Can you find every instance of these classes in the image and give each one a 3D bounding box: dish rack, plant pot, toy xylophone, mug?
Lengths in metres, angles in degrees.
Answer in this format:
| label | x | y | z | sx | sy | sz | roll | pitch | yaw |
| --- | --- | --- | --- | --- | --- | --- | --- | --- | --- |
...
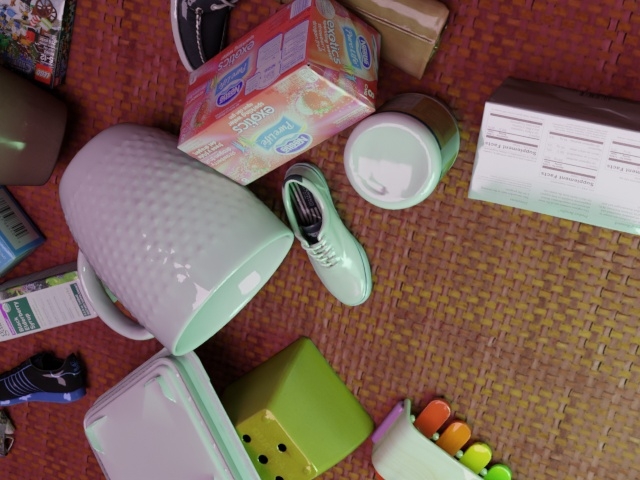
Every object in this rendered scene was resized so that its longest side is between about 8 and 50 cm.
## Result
| label | x | y | z | sx | sy | sz | roll | pitch | yaw |
| --- | --- | --- | --- | --- | --- | --- | --- | --- | --- |
| dish rack | -0.263 | 0.372 | 1.853 | 0.285 | 0.072 | 0.333 | -37 | 76 | 27 |
| plant pot | -0.553 | -0.194 | 1.844 | 0.229 | 0.263 | 0.263 | 15 | 118 | -22 |
| toy xylophone | 0.212 | 0.430 | 1.898 | 0.322 | 0.081 | 0.236 | 43 | 117 | 0 |
| mug | -0.277 | 0.009 | 1.813 | 0.328 | 0.276 | 0.374 | 44 | 124 | 10 |
| plant pot | -0.068 | 0.332 | 1.901 | 0.212 | 0.187 | 0.212 | -35 | 95 | 27 |

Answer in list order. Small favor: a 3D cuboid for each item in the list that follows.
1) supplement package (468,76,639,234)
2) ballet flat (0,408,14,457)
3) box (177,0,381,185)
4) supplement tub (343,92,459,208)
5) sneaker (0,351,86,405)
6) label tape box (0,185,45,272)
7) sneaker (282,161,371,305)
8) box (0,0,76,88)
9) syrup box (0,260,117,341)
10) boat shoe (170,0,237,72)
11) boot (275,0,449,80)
| label | x | y | z | sx | sy | sz | roll | pitch | yaw |
| --- | --- | --- | --- | --- | --- | --- | --- | --- | --- |
| supplement package | 0.365 | -0.124 | 1.570 | 0.261 | 0.204 | 0.145 | 14 | 111 | 14 |
| ballet flat | -0.634 | 0.387 | 2.208 | 0.041 | 0.041 | 0.114 | 18 | 115 | 12 |
| box | -0.064 | -0.222 | 1.648 | 0.142 | 0.154 | 0.300 | 29 | 141 | -33 |
| supplement tub | 0.128 | -0.140 | 1.650 | 0.144 | 0.200 | 0.144 | 6 | 111 | 17 |
| sneaker | -0.560 | 0.261 | 2.112 | 0.232 | 0.081 | 0.091 | -5 | 105 | 14 |
| label tape box | -0.717 | 0.005 | 2.051 | 0.347 | 0.115 | 0.249 | -35 | 95 | 29 |
| sneaker | 0.000 | 0.000 | 1.807 | 0.094 | 0.091 | 0.258 | -23 | 100 | 25 |
| box | -0.538 | -0.373 | 1.883 | 0.233 | 0.044 | 0.159 | 20 | 115 | 11 |
| syrup box | -0.500 | 0.107 | 2.020 | 0.236 | 0.096 | 0.093 | -15 | 104 | 22 |
| boat shoe | -0.169 | -0.407 | 1.704 | 0.091 | 0.114 | 0.303 | 8 | 113 | 23 |
| boot | 0.070 | -0.387 | 1.620 | 0.269 | 0.089 | 0.236 | 28 | 144 | 7 |
